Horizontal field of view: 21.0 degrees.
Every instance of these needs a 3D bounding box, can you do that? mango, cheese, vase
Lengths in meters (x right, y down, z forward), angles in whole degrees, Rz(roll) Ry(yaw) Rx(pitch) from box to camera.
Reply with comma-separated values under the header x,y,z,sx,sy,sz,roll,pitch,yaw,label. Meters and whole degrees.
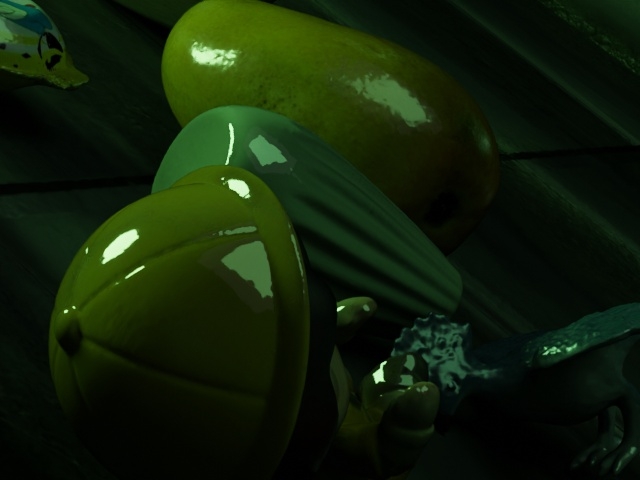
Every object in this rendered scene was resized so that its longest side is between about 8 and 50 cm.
x,y,z,sx,sy,sz,roll,pitch,yaw,label
-0.002,-0.099,1.411,0.317,0.173,0.211,33,17,20,mango
-0.288,-0.169,1.281,0.250,0.064,0.156,24,17,10,cheese
0.000,0.000,1.251,0.248,0.128,0.128,30,18,-34,vase

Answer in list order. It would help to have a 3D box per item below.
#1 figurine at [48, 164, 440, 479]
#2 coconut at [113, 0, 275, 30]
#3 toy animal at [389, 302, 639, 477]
x,y,z,sx,sy,sz,roll,pitch,yaw,label
-0.039,0.078,0.946,0.192,0.167,0.257,35,-8,45,figurine
-0.121,-0.317,1.647,0.247,0.245,0.245,26,21,-22,coconut
0.182,0.088,1.276,0.255,0.239,0.176,-34,97,-26,toy animal
